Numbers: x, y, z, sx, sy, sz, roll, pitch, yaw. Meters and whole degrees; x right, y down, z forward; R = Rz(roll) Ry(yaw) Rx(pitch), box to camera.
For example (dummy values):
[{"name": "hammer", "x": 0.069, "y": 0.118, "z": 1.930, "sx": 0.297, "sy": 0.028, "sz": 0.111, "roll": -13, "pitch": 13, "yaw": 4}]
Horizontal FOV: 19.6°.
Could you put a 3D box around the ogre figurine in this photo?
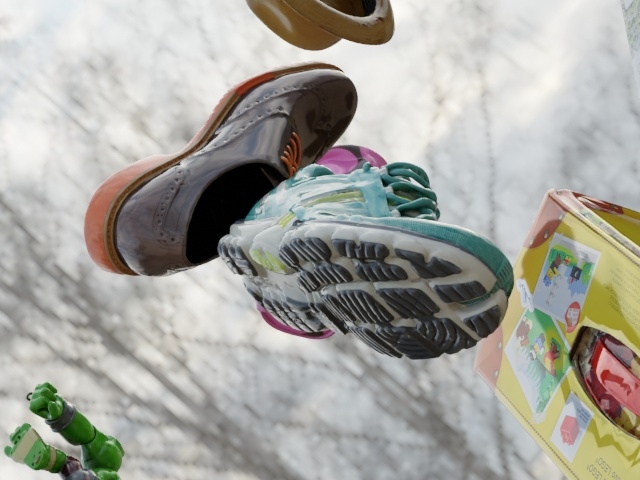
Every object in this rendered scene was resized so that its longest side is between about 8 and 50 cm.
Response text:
[{"name": "ogre figurine", "x": -0.238, "y": 0.247, "z": 1.791, "sx": 0.097, "sy": 0.197, "sz": 0.118, "roll": -41, "pitch": -43, "yaw": 22}]

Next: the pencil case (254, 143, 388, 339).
[{"name": "pencil case", "x": 0.000, "y": 0.000, "z": 1.720, "sx": 0.209, "sy": 0.098, "sz": 0.095, "roll": -67, "pitch": -15, "yaw": -51}]

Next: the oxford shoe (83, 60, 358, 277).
[{"name": "oxford shoe", "x": -0.044, "y": -0.047, "z": 1.338, "sx": 0.271, "sy": 0.098, "sz": 0.097, "roll": -41, "pitch": -52, "yaw": -38}]

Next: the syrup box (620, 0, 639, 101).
[{"name": "syrup box", "x": 0.401, "y": -0.245, "z": 2.053, "sx": 0.096, "sy": 0.237, "sz": 0.093, "roll": 9, "pitch": -37, "yaw": -18}]

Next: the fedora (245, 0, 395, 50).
[{"name": "fedora", "x": -0.014, "y": -0.254, "z": 1.915, "sx": 0.079, "sy": 0.194, "sz": 0.194, "roll": -45, "pitch": -12, "yaw": 32}]

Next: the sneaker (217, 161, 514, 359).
[{"name": "sneaker", "x": 0.029, "y": -0.005, "z": 1.120, "sx": 0.110, "sy": 0.107, "sz": 0.275, "roll": -49, "pitch": 26, "yaw": -15}]

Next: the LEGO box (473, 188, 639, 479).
[{"name": "LEGO box", "x": 0.393, "y": 0.160, "z": 1.494, "sx": 0.500, "sy": 0.372, "sz": 0.193, "roll": -128, "pitch": 57, "yaw": -68}]
